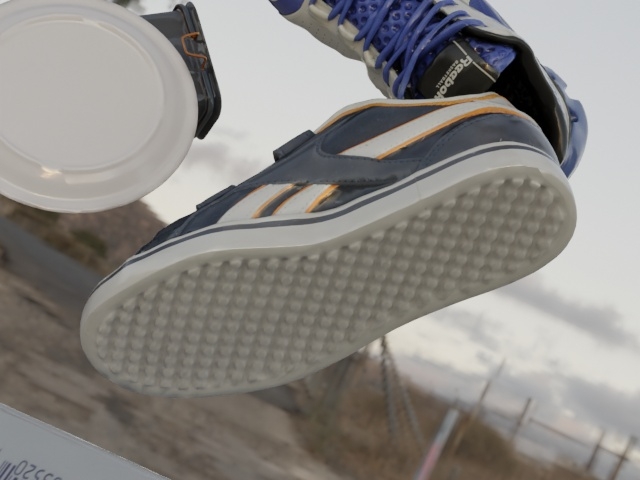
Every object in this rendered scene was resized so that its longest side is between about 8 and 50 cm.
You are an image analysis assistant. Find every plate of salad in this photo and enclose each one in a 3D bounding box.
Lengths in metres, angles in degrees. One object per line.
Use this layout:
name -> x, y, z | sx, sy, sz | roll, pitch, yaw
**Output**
plate of salad -> -0.195, -0.105, 1.088 | 0.200, 0.199, 0.048 | 26, -31, -2

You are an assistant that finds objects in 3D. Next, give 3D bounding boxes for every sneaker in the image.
sneaker -> 0.000, 0.000, 0.912 | 0.127, 0.321, 0.126 | -99, 168, -53
sneaker -> 0.079, -0.152, 1.038 | 0.315, 0.127, 0.182 | 41, 9, 0

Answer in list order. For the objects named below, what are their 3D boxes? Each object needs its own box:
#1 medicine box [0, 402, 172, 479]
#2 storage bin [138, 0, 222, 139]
medicine box -> -0.087, 0.246, 0.821 | 0.263, 0.149, 0.289 | 13, -27, 42
storage bin -> -0.166, -0.173, 1.434 | 0.091, 0.135, 0.098 | -8, -19, -28
